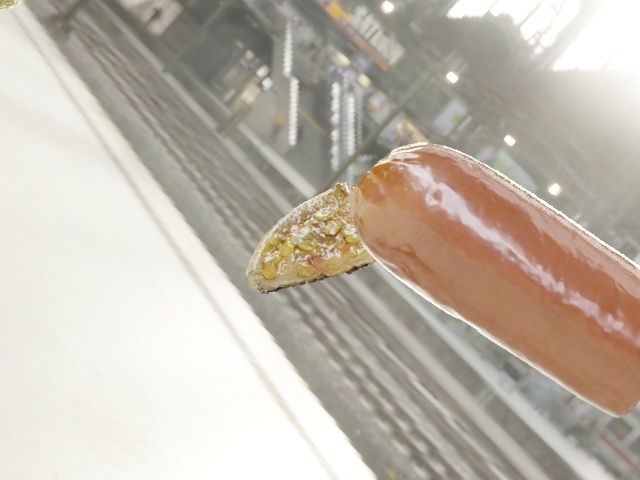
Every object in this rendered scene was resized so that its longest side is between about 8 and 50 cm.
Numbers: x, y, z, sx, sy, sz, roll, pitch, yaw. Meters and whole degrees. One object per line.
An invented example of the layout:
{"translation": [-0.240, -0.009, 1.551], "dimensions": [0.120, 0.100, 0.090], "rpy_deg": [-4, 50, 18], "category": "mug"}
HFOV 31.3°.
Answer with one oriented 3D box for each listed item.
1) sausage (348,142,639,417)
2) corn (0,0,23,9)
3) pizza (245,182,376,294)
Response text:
{"translation": [0.140, 0.021, 0.842], "dimensions": [0.259, 0.113, 0.113], "rpy_deg": [33, 2, 3], "category": "sausage"}
{"translation": [-0.345, -0.290, 1.230], "dimensions": [0.080, 0.080, 0.231], "rpy_deg": [42, 2, -25], "category": "corn"}
{"translation": [0.000, 0.000, 1.161], "dimensions": [0.131, 0.178, 0.041], "rpy_deg": [24, -40, 47], "category": "pizza"}
